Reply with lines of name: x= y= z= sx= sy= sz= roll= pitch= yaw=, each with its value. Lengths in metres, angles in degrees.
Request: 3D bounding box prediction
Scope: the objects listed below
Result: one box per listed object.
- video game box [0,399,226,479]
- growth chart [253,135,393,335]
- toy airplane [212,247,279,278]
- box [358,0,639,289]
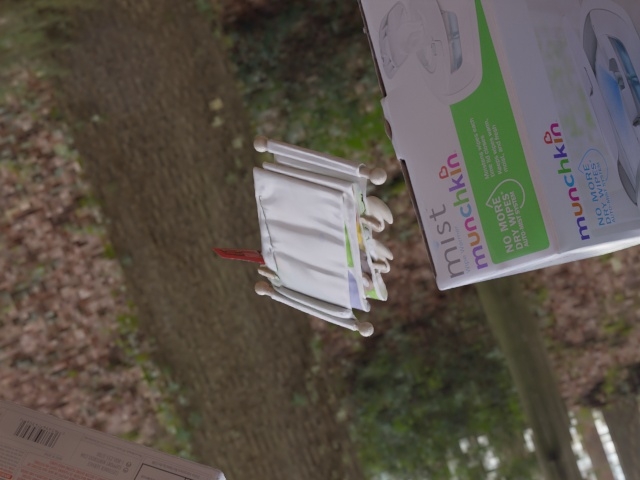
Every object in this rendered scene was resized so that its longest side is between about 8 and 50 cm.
video game box: x=-0.196 y=0.232 z=0.956 sx=0.205 sy=0.048 sz=0.187 roll=14 pitch=-124 yaw=20
growth chart: x=0.000 y=0.000 z=1.280 sx=0.172 sy=0.237 sz=0.021 roll=24 pitch=-133 yaw=24
toy airplane: x=-0.039 y=0.027 z=1.435 sx=0.151 sy=0.028 sz=0.151 roll=5 pitch=-175 yaw=0
box: x=0.169 y=-0.112 z=1.007 sx=0.231 sy=0.261 sz=0.127 roll=-8 pitch=171 yaw=-45
